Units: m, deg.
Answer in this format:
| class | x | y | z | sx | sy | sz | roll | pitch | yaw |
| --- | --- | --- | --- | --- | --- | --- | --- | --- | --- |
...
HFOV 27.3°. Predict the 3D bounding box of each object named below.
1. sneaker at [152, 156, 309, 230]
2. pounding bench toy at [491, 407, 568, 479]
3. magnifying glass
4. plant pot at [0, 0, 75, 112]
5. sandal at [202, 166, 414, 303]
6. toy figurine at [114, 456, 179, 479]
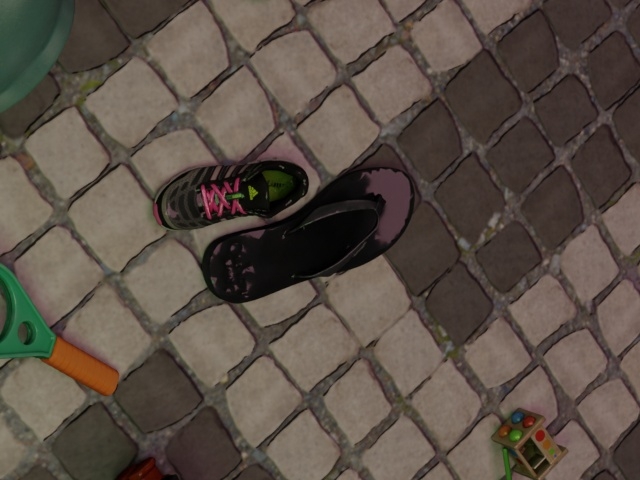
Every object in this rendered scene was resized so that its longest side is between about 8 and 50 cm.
| class | x | y | z | sx | sy | sz | roll | pitch | yaw |
| --- | --- | --- | --- | --- | --- | --- | --- | --- | --- |
| sneaker | -0.085 | -0.049 | 1.336 | 0.170 | 0.075 | 0.063 | -14 | 101 | -24 |
| pounding bench toy | 0.230 | 0.245 | 1.529 | 0.083 | 0.052 | 0.065 | -43 | 111 | -16 |
| magnifying glass | -0.272 | 0.091 | 1.239 | 0.231 | 0.026 | 0.092 | 41 | 53 | -46 |
| plant pot | -0.332 | -0.218 | 1.109 | 0.293 | 0.293 | 0.196 | -59 | 141 | -10 |
| sandal | 0.000 | 0.001 | 1.393 | 0.254 | 0.054 | 0.097 | -27 | 106 | -21 |
| toy figurine | -0.181 | 0.324 | 1.246 | 0.213 | 0.209 | 0.148 | -35 | 98 | -18 |
